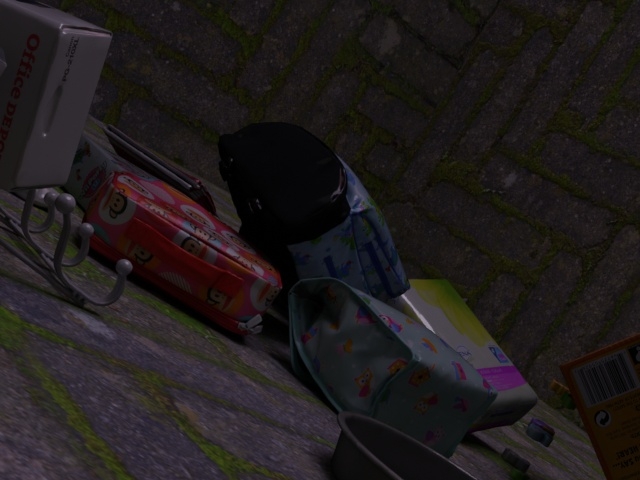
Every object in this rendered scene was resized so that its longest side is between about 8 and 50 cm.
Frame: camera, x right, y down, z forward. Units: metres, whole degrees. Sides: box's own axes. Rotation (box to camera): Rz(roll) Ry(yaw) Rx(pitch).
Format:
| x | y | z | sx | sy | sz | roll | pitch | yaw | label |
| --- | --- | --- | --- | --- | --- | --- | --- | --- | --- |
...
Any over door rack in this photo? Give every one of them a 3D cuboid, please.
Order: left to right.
| x | y | z | sx | sy | sz | roll | pitch | yaw | label |
| --- | --- | --- | --- | --- | --- | --- | --- | --- | --- |
| -0.373 | -0.061 | 1.351 | 0.324 | 0.108 | 0.239 | 29 | 4 | -40 | over door rack |

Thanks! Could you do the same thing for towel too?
| x | y | z | sx | sy | sz | roll | pitch | yaw | label |
| --- | --- | --- | --- | --- | --- | --- | --- | --- | --- |
| -0.282 | -0.090 | 2.399 | 0.237 | 0.037 | 0.329 | 33 | -15 | 22 | towel |

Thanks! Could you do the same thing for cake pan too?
| x | y | z | sx | sy | sz | roll | pitch | yaw | label |
| --- | --- | --- | --- | --- | --- | --- | --- | --- | --- |
| 0.130 | 0.287 | 1.351 | 0.293 | 0.054 | 0.293 | 32 | 3 | -2 | cake pan |

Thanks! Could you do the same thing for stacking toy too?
| x | y | z | sx | sy | sz | roll | pitch | yaw | label |
| --- | --- | --- | --- | --- | --- | --- | --- | --- | --- |
| 0.369 | 0.320 | 2.105 | 0.052 | 0.167 | 0.221 | 33 | 4 | 9 | stacking toy |

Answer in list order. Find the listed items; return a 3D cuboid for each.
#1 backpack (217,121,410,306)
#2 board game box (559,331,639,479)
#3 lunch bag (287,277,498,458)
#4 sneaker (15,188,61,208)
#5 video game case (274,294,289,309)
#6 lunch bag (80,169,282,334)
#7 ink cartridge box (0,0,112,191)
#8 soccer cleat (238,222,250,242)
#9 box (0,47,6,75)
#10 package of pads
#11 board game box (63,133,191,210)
| x | y | z | sx | sy | sz | roll | pitch | yaw | label |
| --- | --- | --- | --- | --- | --- | --- | --- | --- | --- |
| 0.000 | 0.000 | 2.023 | 0.290 | 0.273 | 0.355 | 50 | -25 | 48 | backpack |
| 0.646 | 0.312 | 2.009 | 0.356 | 0.356 | 0.356 | 27 | 41 | -66 | board game box |
| 0.082 | 0.169 | 1.773 | 0.223 | 0.160 | 0.262 | 28 | 11 | -46 | lunch bag |
| -0.425 | -0.095 | 1.779 | 0.152 | 0.061 | 0.054 | 32 | 1 | -31 | sneaker |
| -0.043 | 0.115 | 2.468 | 0.248 | 0.035 | 0.275 | 33 | 3 | 15 | video game case |
| -0.194 | 0.016 | 1.764 | 0.293 | 0.120 | 0.258 | 32 | 4 | -12 | lunch bag |
| -0.349 | -0.172 | 1.255 | 0.237 | 0.172 | 0.100 | 25 | 14 | 20 | ink cartridge box |
| -0.023 | 0.055 | 2.298 | 0.143 | 0.116 | 0.331 | -4 | 38 | -40 | soccer cleat |
| -0.375 | -0.103 | 1.106 | 0.103 | 0.203 | 0.114 | 30 | 6 | -21 | box |
| 0.221 | 0.199 | 2.186 | 0.229 | 0.101 | 0.296 | 4 | 43 | -55 | package of pads |
| -0.282 | -0.045 | 2.068 | 0.224 | 0.097 | 0.303 | 31 | 5 | -38 | board game box |
